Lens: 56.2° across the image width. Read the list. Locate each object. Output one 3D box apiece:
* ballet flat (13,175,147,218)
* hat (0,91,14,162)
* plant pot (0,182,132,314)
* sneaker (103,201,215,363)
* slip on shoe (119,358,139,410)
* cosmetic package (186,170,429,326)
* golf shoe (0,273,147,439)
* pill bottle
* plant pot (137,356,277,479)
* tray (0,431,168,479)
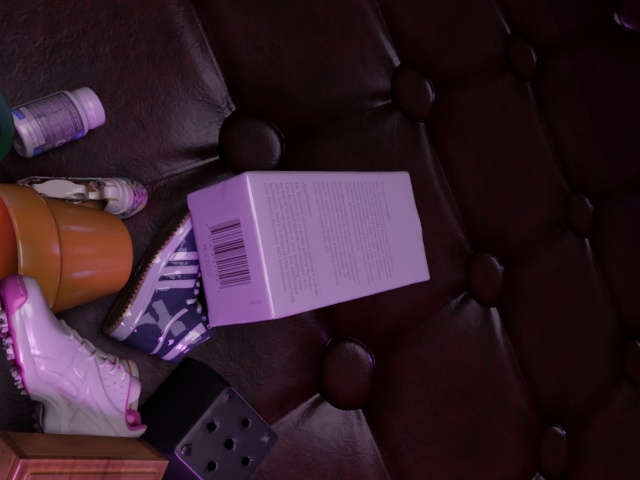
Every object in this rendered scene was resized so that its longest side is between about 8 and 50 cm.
[{"bbox_3d":[-0.374,-0.071,0.952,0.221,0.079,0.077,-3,80,-36],"label":"ballet flat"},{"bbox_3d":[-0.559,-0.221,0.882,0.173,0.183,0.208,-15,134,-22],"label":"hat"},{"bbox_3d":[-0.388,0.022,0.866,0.188,0.205,0.205,-3,82,-51],"label":"plant pot"},{"bbox_3d":[-0.228,0.069,1.016,0.153,0.099,0.282,38,63,-24],"label":"sneaker"},{"bbox_3d":[-0.355,0.327,0.869,0.101,0.123,0.331,29,70,-23],"label":"slip on shoe"},{"bbox_3d":[0.000,0.000,1.092,0.453,0.161,0.230,-7,85,-49],"label":"cosmetic package"},{"bbox_3d":[-0.313,0.165,0.764,0.140,0.115,0.306,-21,123,-26],"label":"golf shoe"},{"bbox_3d":[-0.418,-0.190,0.945,0.137,0.078,0.078,-34,101,-34],"label":"pill bottle"},{"bbox_3d":[-0.181,0.317,0.957,0.188,0.167,0.187,52,57,-16],"label":"plant pot"},{"bbox_3d":[-0.347,0.434,0.690,0.203,0.076,0.411,28,82,-51],"label":"tray"}]
